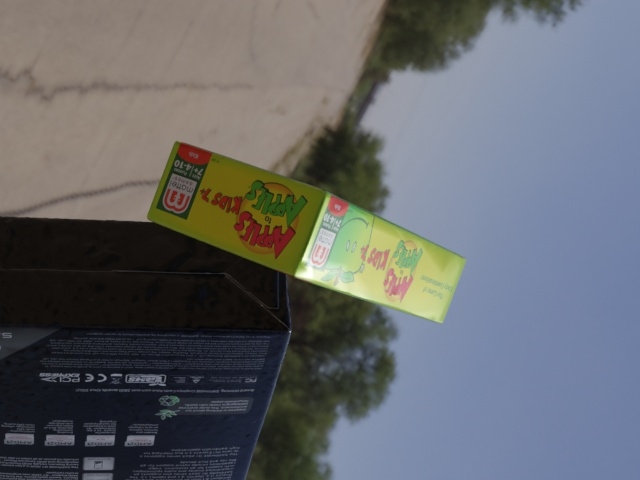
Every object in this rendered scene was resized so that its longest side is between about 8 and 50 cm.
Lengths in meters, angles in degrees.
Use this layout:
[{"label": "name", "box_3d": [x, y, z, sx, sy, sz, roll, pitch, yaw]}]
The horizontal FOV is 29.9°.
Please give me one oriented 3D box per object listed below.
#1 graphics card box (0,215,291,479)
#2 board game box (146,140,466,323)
[{"label": "graphics card box", "box_3d": [-0.164, 0.124, 0.900, 0.371, 0.232, 0.094, 106, -18, -54]}, {"label": "board game box", "box_3d": [0.000, 0.000, 0.642, 0.181, 0.092, 0.043, 22, 88, -60]}]
